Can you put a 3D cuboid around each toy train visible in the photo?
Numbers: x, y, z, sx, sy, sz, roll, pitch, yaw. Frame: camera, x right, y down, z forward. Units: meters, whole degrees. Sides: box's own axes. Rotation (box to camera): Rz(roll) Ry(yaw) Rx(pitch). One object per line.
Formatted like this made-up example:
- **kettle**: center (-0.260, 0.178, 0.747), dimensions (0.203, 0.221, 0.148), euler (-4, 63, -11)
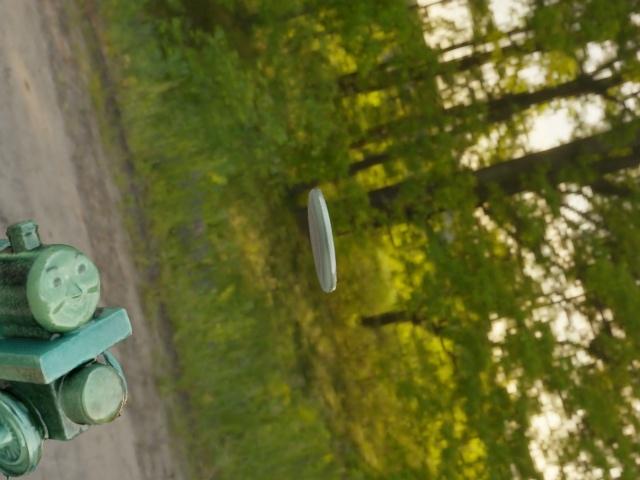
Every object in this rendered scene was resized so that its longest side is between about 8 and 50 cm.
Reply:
- **toy train**: center (-0.279, 0.070, 0.813), dimensions (0.120, 0.298, 0.194), euler (-31, 115, -51)

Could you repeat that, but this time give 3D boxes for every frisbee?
- **frisbee**: center (0.000, 0.000, 1.073), dimensions (0.110, 0.014, 0.110), euler (171, -90, -84)
